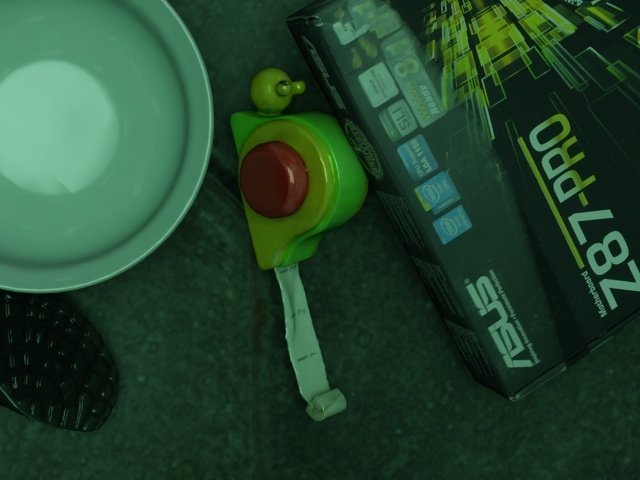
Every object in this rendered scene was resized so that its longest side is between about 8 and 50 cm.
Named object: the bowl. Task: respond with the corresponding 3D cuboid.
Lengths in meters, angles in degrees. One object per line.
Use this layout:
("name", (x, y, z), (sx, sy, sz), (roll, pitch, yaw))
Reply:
("bowl", (-0.242, -0.104, 1.170), (0.298, 0.134, 0.297), (0, 90, -5))

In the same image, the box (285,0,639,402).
("box", (0.197, -0.105, 1.180), (0.318, 0.097, 0.395), (-31, 106, -11))

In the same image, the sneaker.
("sneaker", (-0.316, 0.085, 1.192), (0.283, 0.124, 0.107), (35, 63, -27))

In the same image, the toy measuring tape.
("toy measuring tape", (0.000, 0.000, 1.201), (0.121, 0.121, 0.330), (-14, 92, -5))
